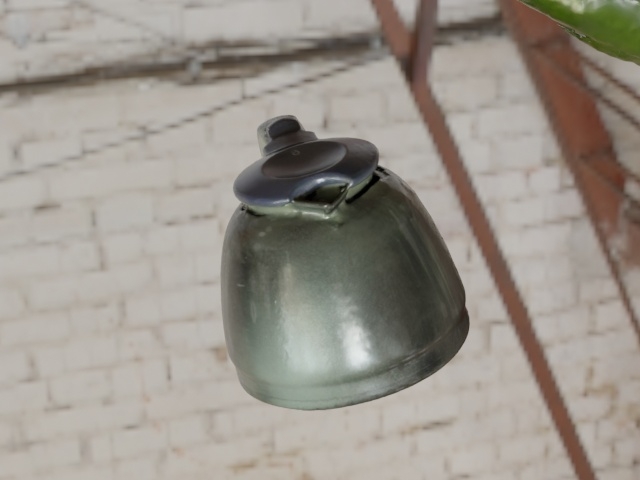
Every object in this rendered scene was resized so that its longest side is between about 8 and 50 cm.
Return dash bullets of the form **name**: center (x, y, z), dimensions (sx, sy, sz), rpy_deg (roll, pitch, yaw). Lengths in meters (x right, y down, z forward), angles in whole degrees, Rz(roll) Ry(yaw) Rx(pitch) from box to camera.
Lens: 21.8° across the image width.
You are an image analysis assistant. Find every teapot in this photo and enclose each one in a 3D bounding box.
- **teapot**: center (0.009, 0.000, 0.757), dimensions (0.111, 0.108, 0.149), rpy_deg (-6, -156, 20)

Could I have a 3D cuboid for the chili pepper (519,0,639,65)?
- **chili pepper**: center (0.131, -0.106, 0.646), dimensions (0.359, 0.076, 0.085), rpy_deg (23, -165, -25)
